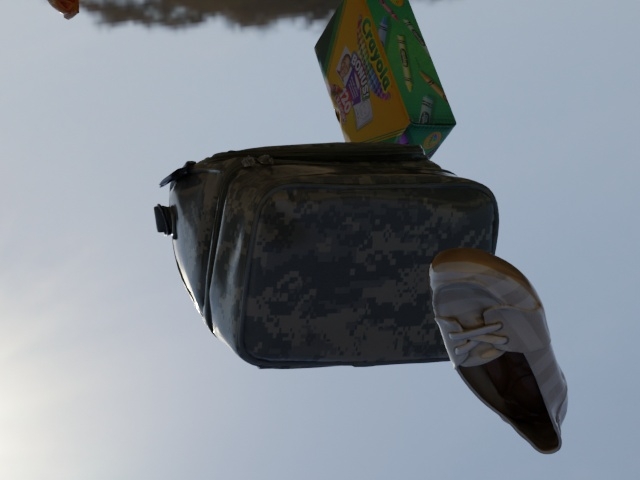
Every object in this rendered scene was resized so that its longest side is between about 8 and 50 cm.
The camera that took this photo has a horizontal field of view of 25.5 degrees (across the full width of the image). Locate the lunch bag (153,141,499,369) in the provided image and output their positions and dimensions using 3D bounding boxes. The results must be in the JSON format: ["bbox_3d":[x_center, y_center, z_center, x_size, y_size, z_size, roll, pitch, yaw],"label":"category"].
[{"bbox_3d":[0.000,0.000,1.506,0.305,0.213,0.256,-2,-164,-24],"label":"lunch bag"}]

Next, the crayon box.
[{"bbox_3d":[0.090,-0.229,2.072,0.081,0.278,0.165,0,146,-28],"label":"crayon box"}]

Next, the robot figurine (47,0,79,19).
[{"bbox_3d":[-0.238,-0.281,0.975,0.211,0.291,0.085,-13,-131,48],"label":"robot figurine"}]

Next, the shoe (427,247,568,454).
[{"bbox_3d":[0.144,0.088,1.094,0.076,0.219,0.058,-16,-137,23],"label":"shoe"}]
